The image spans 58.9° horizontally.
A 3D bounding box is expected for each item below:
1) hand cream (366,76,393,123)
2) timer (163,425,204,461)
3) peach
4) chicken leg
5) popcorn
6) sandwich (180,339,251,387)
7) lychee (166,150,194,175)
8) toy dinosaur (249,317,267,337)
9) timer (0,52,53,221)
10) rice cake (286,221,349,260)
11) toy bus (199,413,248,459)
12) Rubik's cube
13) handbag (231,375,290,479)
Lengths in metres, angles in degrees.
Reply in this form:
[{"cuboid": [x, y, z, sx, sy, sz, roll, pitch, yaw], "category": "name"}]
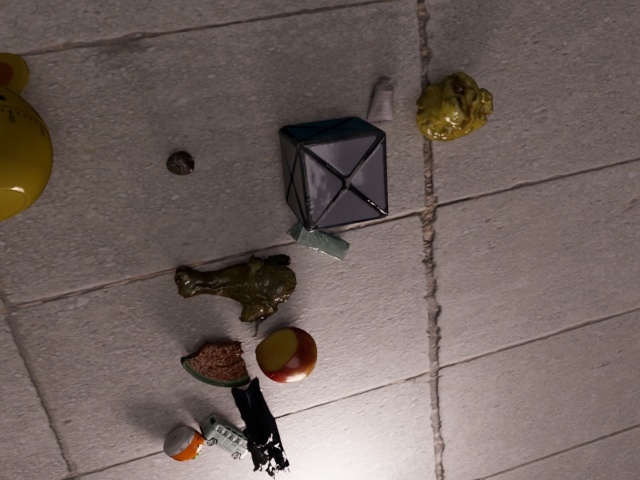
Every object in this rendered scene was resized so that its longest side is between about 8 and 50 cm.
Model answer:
[{"cuboid": [0.183, -0.416, 1.686, 0.084, 0.053, 0.142, -6, 129, -14], "category": "hand cream"}, {"cuboid": [-0.455, 0.700, 1.929, 0.136, 0.099, 0.136, 2, 121, 3], "category": "timer"}, {"cuboid": [-0.111, 0.372, 1.851, 0.192, 0.190, 0.190, 11, 109, -21], "category": "peach"}, {"cuboid": [-0.251, 0.155, 1.748, 0.360, 0.140, 0.212, -9, 94, -2], "category": "chicken leg"}, {"cuboid": [0.395, -0.385, 1.673, 0.225, 0.203, 0.201, 17, 97, -4], "category": "popcorn"}, {"cuboid": [-0.342, 0.397, 1.855, 0.234, 0.079, 0.159, 4, 101, -22], "category": "sandwich"}, {"cuboid": [-0.388, -0.214, 1.580, 0.083, 0.068, 0.067, -13, 87, 8], "category": "lychee"}, {"cuboid": [-0.192, 0.240, 1.852, 0.058, 0.037, 0.180, 15, 116, -47], "category": "toy dinosaur"}, {"cuboid": [-0.822, -0.238, 1.314, 0.375, 0.376, 0.387, -26, 74, -5], "category": "timer"}, {"cuboid": [0.000, 0.000, 1.791, 0.206, 0.063, 0.069, 25, 101, -25], "category": "rice cake"}, {"cuboid": [-0.324, 0.684, 1.973, 0.194, 0.087, 0.089, 42, 86, -26], "category": "toy bus"}, {"cuboid": [0.039, -0.199, 1.611, 0.259, 0.260, 0.255, -13, 116, -14], "category": "Rubik's cube"}, {"cuboid": [-0.190, 0.636, 1.850, 0.118, 0.269, 0.326, -22, 136, -8], "category": "handbag"}]
